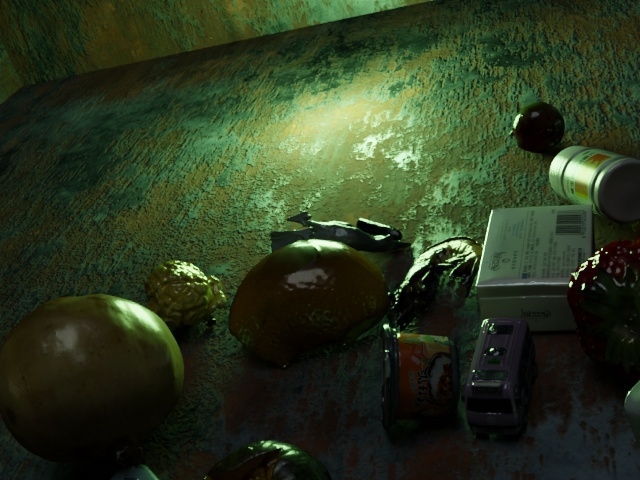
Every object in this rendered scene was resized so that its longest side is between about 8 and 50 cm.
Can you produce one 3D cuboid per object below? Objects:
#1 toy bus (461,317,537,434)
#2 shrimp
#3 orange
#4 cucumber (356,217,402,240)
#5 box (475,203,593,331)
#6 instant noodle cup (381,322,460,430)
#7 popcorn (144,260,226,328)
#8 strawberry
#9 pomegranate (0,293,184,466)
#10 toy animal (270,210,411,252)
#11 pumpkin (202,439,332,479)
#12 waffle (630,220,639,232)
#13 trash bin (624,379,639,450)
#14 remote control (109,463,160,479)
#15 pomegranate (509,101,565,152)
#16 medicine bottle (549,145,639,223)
[{"bbox_3d":[0.299,0.221,1.364,0.096,0.108,0.199,-3,33,25],"label":"toy bus"},{"bbox_3d":[0.246,0.077,1.656,0.178,0.075,0.289,-17,16,36],"label":"shrimp"},{"bbox_3d":[-0.033,0.106,1.692,0.334,0.196,0.262,-17,16,16],"label":"orange"},{"bbox_3d":[0.140,-0.023,1.932,0.032,0.032,0.133,-37,36,-30],"label":"cucumber"},{"bbox_3d":[0.419,0.050,1.577,0.203,0.116,0.274,-3,32,20],"label":"box"},{"bbox_3d":[0.167,0.229,1.385,0.125,0.178,0.208,1,0,3],"label":"instant noodle cup"},{"bbox_3d":[-0.300,0.121,1.813,0.180,0.170,0.180,-30,19,11],"label":"popcorn"},{"bbox_3d":[0.551,0.102,1.329,0.276,0.258,0.257,-20,25,-39],"label":"strawberry"},{"bbox_3d":[-0.406,0.264,1.478,0.338,0.338,0.338,-13,30,8],"label":"pomegranate"},{"bbox_3d":[0.000,-0.008,1.859,0.366,0.205,0.081,1,78,27],"label":"toy animal"},{"bbox_3d":[-0.076,0.409,1.198,0.237,0.159,0.238,-16,48,19],"label":"pumpkin"},{"bbox_3d":[0.762,-0.076,1.662,0.283,0.065,0.309,10,43,42],"label":"waffle"},{"bbox_3d":[0.603,0.267,1.024,0.255,0.296,0.367,-37,21,-28],"label":"trash bin"},{"bbox_3d":[-0.283,0.444,1.364,0.087,0.047,0.244,-36,33,-23],"label":"remote control"},{"bbox_3d":[0.529,-0.283,2.065,0.159,0.129,0.129,6,37,47],"label":"pomegranate"},{"bbox_3d":[0.583,-0.122,1.713,0.133,0.133,0.250,-19,15,-2],"label":"medicine bottle"}]
